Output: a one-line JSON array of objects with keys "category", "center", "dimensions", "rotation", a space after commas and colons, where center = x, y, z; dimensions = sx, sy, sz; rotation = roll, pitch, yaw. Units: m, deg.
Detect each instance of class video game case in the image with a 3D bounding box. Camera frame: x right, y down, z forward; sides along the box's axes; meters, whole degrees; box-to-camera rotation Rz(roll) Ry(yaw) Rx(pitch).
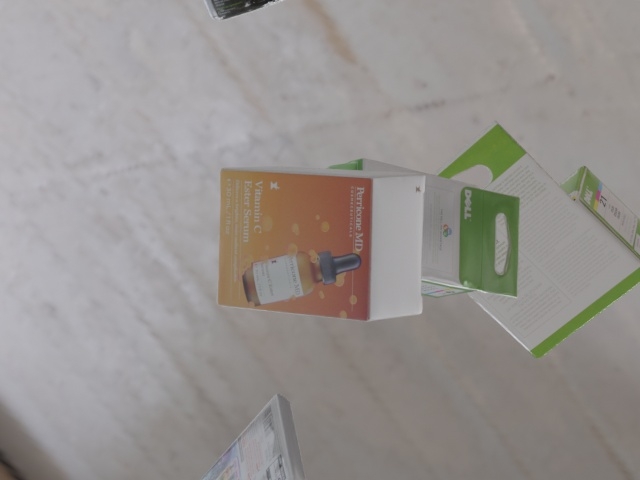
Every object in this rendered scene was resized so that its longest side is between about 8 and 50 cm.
[{"category": "video game case", "center": [-0.067, 0.207, 1.441], "dimensions": [0.019, 0.157, 0.143], "rotation": [37, 102, -17]}]

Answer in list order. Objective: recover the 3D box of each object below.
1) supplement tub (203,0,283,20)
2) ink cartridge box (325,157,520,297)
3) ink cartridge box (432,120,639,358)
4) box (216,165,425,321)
[{"category": "supplement tub", "center": [-0.092, -0.332, 1.879], "dimensions": [0.117, 0.117, 0.190], "rotation": [-9, 107, 40]}, {"category": "ink cartridge box", "center": [0.101, -0.006, 1.803], "dimensions": [0.209, 0.109, 0.062], "rotation": [11, 165, -36]}, {"category": "ink cartridge box", "center": [0.239, -0.016, 2.138], "dimensions": [0.255, 0.097, 0.189], "rotation": [44, 120, -9]}, {"category": "box", "center": [0.000, 0.000, 1.650], "dimensions": [0.170, 0.091, 0.130], "rotation": [4, 95, 35]}]
